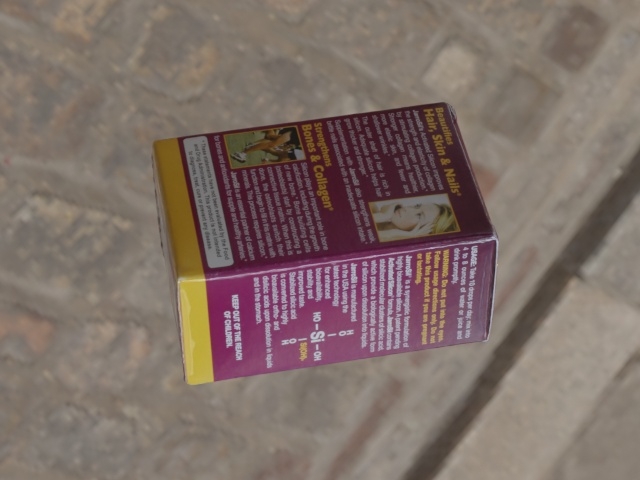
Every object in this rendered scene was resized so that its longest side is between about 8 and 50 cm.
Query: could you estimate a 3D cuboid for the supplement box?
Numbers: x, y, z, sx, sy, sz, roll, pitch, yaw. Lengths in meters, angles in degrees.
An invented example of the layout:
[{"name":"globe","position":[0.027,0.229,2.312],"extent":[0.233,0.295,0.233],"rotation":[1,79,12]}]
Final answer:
[{"name":"supplement box","position":[0.000,0.000,0.461],"extent":[0.083,0.055,0.043],"rotation":[-7,135,-7]}]
